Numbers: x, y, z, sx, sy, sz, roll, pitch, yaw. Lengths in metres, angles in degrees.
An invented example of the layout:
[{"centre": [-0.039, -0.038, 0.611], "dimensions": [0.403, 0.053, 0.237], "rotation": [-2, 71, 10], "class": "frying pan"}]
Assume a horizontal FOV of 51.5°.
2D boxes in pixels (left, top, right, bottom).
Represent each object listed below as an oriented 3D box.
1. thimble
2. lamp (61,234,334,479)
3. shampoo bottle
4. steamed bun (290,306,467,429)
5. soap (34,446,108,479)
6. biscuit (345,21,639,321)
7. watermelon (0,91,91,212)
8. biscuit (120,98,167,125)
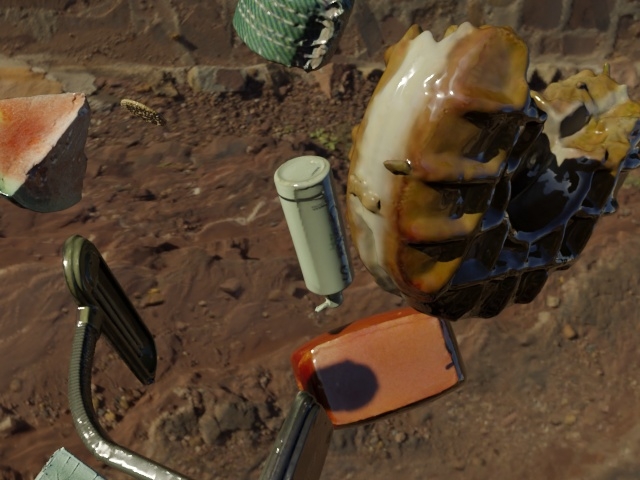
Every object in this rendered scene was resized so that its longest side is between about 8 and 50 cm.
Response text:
[{"centre": [-0.029, -0.254, 0.722], "dimensions": [0.118, 0.090, 0.135], "rotation": [14, 39, -14], "class": "thimble"}, {"centre": [-0.110, 0.143, 0.550], "dimensions": [0.124, 0.283, 0.203], "rotation": [-53, 156, -17], "class": "lamp"}, {"centre": [0.000, 0.000, 1.023], "dimensions": [0.085, 0.085, 0.262], "rotation": [-35, 130, -26], "class": "shampoo bottle"}, {"centre": [0.135, 0.295, 1.549], "dimensions": [0.379, 0.248, 0.235], "rotation": [-19, 78, 1], "class": "steamed bun"}, {"centre": [-0.512, 0.582, 1.428], "dimensions": [0.261, 0.094, 0.150], "rotation": [43, 37, -12], "class": "soap"}, {"centre": [0.163, -0.048, 0.612], "dimensions": [0.366, 0.115, 0.268], "rotation": [-1, 120, -42], "class": "biscuit"}, {"centre": [-0.449, -0.145, 1.011], "dimensions": [0.207, 0.136, 0.202], "rotation": [47, 57, -2], "class": "watermelon"}, {"centre": [-0.433, -0.313, 1.623], "dimensions": [0.120, 0.120, 0.015], "rotation": [28, 78, -29], "class": "biscuit"}]
